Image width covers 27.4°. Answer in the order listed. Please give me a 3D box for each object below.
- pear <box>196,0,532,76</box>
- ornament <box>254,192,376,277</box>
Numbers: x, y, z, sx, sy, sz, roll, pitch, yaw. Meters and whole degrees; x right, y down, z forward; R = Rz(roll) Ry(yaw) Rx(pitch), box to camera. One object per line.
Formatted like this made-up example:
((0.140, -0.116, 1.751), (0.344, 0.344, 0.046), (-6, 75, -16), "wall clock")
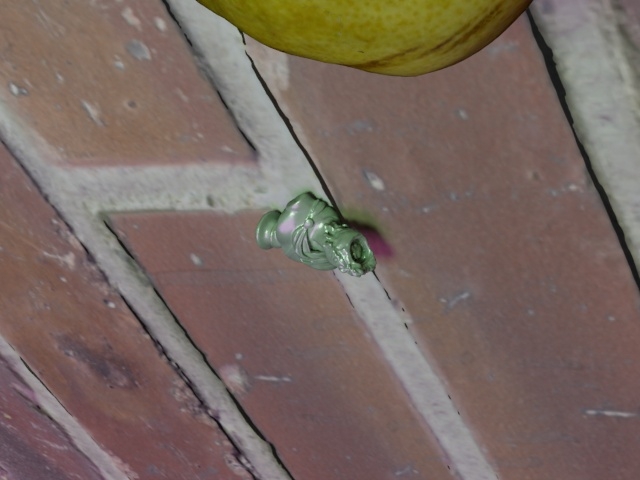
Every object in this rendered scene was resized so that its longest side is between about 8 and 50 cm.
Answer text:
((0.017, -0.183, 0.573), (0.208, 0.209, 0.209), (19, 144, 14), "pear")
((-0.003, -0.001, 0.959), (0.068, 0.041, 0.092), (49, 150, -19), "ornament")
